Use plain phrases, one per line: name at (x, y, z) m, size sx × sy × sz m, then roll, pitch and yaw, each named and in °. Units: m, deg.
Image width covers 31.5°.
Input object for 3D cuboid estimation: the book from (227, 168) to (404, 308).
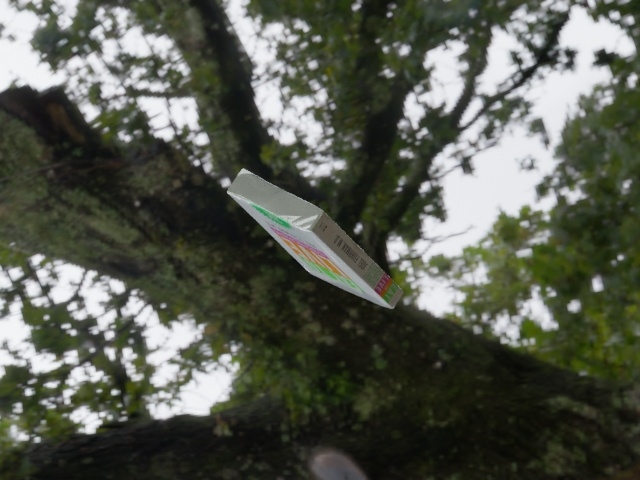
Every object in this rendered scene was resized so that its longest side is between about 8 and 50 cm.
book at (0.000, 0.000, 0.912) m, size 0.035 × 0.096 × 0.144 m, roll -56°, pitch -40°, yaw -8°
